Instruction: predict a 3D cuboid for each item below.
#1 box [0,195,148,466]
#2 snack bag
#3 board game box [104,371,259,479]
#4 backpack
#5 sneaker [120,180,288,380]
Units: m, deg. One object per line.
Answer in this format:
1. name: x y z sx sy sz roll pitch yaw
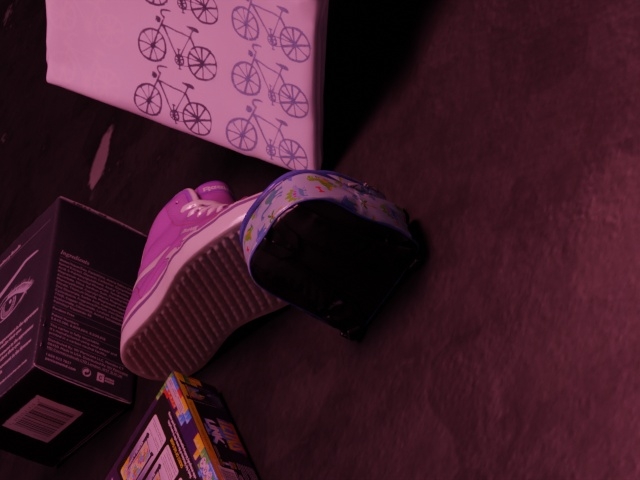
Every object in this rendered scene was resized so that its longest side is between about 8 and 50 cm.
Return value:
1. box: -0.257 0.089 1.568 0.153 0.108 0.207 -39 37 40
2. snack bag: -0.118 -0.249 1.348 0.323 0.037 0.343 23 125 29
3. board game box: -0.116 0.209 1.291 0.141 0.048 0.170 -58 29 15
4. backpack: 0.000 0.000 1.193 0.105 0.114 0.084 -53 30 22
5. sneaker: -0.081 -0.009 1.360 0.282 0.102 0.161 -35 36 43
